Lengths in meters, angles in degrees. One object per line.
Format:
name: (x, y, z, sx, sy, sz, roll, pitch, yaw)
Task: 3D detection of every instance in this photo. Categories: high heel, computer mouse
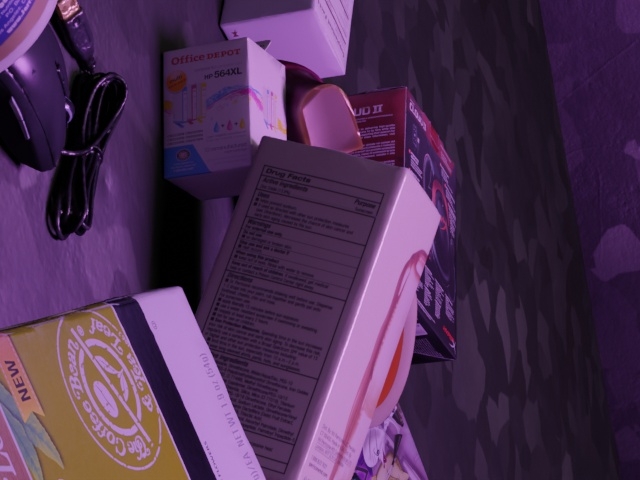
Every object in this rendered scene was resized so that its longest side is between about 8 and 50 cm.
high heel: (0.000, 0.000, 1.842, 0.181, 0.127, 0.377, -152, -128, -62)
computer mouse: (-0.208, -0.141, 1.401, 0.262, 0.060, 0.184, 62, 29, -47)

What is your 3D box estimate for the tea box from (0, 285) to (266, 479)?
tea box: (-0.164, 0.228, 1.037, 0.329, 0.220, 0.323, 66, 19, 3)

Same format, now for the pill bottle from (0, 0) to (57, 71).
pill bottle: (-0.277, -0.206, 1.080, 0.264, 0.153, 0.153, 43, 44, -62)

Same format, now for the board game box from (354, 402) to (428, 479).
board game box: (0.056, 0.318, 1.956, 0.208, 0.056, 0.347, -54, 137, -36)

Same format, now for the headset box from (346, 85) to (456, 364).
headset box: (0.083, -0.026, 2.133, 0.218, 0.110, 0.293, 50, 38, -59)

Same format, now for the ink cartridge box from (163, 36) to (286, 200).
ink cartridge box: (-0.090, -0.121, 1.692, 0.090, 0.092, 0.143, 31, 54, -65)

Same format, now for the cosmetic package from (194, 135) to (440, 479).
cosmetic package: (-0.018, 0.075, 1.607, 0.296, 0.153, 0.129, -69, 156, -13)

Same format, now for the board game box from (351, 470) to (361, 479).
board game box: (0.045, 0.261, 1.767, 0.186, 0.026, 0.126, 56, -5, -31)

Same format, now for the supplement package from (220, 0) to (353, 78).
supplement package: (-0.029, -0.265, 1.899, 0.105, 0.105, 0.179, 61, 29, -48)
